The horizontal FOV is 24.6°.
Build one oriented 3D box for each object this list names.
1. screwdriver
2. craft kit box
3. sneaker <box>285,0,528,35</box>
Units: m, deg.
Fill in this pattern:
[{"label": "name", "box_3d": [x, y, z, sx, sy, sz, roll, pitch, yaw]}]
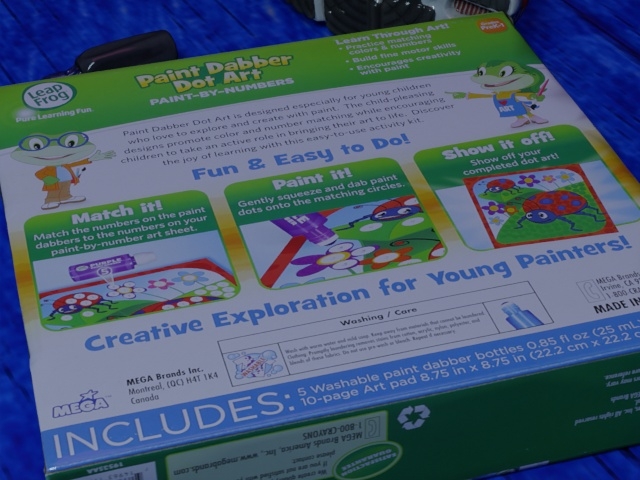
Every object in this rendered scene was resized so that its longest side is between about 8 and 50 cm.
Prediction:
[{"label": "screwdriver", "box_3d": [-0.150, -0.070, 0.722, 0.170, 0.024, 0.025, -20, 10, -13]}, {"label": "craft kit box", "box_3d": [0.000, 0.000, 0.589, 0.250, 0.061, 0.246, -10, 40, -11]}, {"label": "sneaker", "box_3d": [0.014, -0.190, 0.807, 0.279, 0.107, 0.118, 32, 39, 34]}]
